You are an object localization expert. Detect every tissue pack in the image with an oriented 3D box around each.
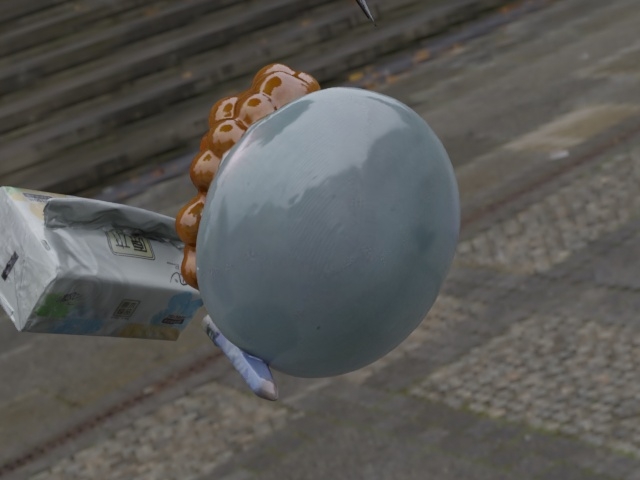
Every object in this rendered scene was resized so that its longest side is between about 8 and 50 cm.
[{"bbox_3d":[-0.246,0.010,1.577,0.229,0.145,0.159,11,32,-49],"label":"tissue pack"}]

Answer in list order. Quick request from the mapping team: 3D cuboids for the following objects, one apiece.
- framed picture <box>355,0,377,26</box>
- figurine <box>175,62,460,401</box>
[{"bbox_3d":[0.014,-0.395,1.868,0.010,0.195,0.199,-25,-19,10],"label":"framed picture"},{"bbox_3d":[0.004,-0.031,1.126,0.205,0.225,0.382,7,13,0],"label":"figurine"}]
